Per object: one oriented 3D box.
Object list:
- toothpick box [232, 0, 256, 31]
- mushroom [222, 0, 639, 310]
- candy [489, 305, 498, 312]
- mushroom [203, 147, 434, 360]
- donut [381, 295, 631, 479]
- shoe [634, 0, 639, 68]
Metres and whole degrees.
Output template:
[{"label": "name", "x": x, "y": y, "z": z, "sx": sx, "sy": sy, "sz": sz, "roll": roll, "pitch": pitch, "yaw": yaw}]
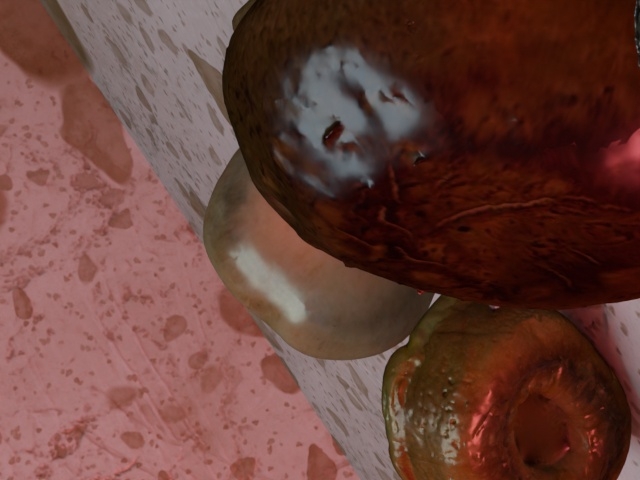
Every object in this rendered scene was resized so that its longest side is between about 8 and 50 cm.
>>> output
[{"label": "toothpick box", "x": 0.049, "y": -0.168, "z": 1.180, "sx": 0.190, "sy": 0.187, "sz": 0.308, "roll": 56, "pitch": 170, "yaw": -6}, {"label": "mushroom", "x": 0.116, "y": -0.069, "z": 0.872, "sx": 0.345, "sy": 0.239, "sz": 0.345, "roll": 26, "pitch": 153, "yaw": 14}, {"label": "candy", "x": 0.143, "y": -0.016, "z": 1.382, "sx": 0.160, "sy": 0.092, "sz": 0.073, "roll": 43, "pitch": 163, "yaw": 45}, {"label": "mushroom", "x": 0.000, "y": 0.000, "z": 1.612, "sx": 0.234, "sy": 0.254, "sz": 0.260, "roll": 131, "pitch": 146, "yaw": -67}, {"label": "donut", "x": 0.173, "y": 0.166, "z": 1.425, "sx": 0.261, "sy": 0.208, "sz": 0.128, "roll": 39, "pitch": 169, "yaw": -38}, {"label": "shoe", "x": 0.199, "y": -0.219, "z": 0.635, "sx": 0.132, "sy": 0.171, "sz": 0.336, "roll": 6, "pitch": 125, "yaw": 22}]
